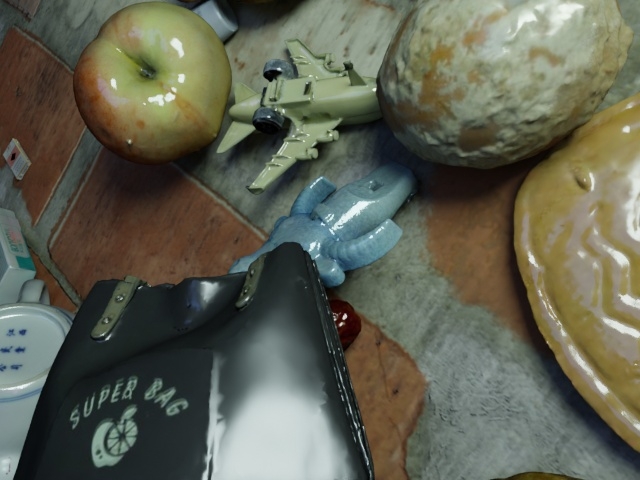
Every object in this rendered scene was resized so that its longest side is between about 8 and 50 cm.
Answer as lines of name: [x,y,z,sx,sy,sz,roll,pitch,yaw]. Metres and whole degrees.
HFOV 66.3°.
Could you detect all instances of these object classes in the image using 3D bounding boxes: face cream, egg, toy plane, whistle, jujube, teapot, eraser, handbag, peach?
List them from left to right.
eraser: [-0.599,0.031,0.922,0.225,0.052,0.095,42,104,40]
teapot: [-0.451,0.236,0.739,0.424,0.252,0.280,-112,33,-43]
peach: [-0.223,-0.211,0.690,0.232,0.232,0.233,-4,81,28]
face cream: [-0.223,-0.308,0.783,0.198,0.057,0.084,-24,70,26]
handbag: [-0.124,0.147,0.442,0.342,0.152,0.288,-12,57,15]
toy plane: [-0.021,-0.174,0.632,0.256,0.104,0.242,-4,65,35]
jujube: [-0.011,0.117,0.599,0.129,0.077,0.077,-27,70,12]
whistle: [0.000,0.000,0.568,0.269,0.093,0.180,-42,33,-5]
egg: [0.162,-0.166,0.473,0.233,0.195,0.195,-11,77,46]

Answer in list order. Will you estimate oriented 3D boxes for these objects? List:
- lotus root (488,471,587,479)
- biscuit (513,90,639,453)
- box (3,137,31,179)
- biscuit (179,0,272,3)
lotus root: [0.230,0.264,0.433,0.190,0.094,0.108,19,58,34]
biscuit: [0.367,0.020,0.406,0.365,0.062,0.385,-43,65,16]
box: [-0.625,-0.168,1.010,0.046,0.012,0.083,-50,64,15]
biscuit: [-0.109,-0.471,0.719,0.314,0.063,0.367,-47,62,4]
